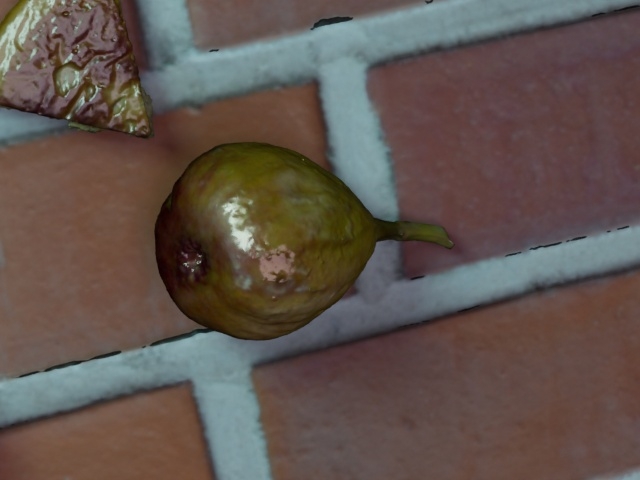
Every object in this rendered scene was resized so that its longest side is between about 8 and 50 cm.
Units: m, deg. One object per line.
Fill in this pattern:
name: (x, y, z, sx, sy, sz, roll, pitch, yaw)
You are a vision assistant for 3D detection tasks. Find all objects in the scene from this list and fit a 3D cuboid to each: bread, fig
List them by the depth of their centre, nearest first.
bread: (-0.207, -0.133, 1.513, 0.136, 0.054, 0.154, -21, 100, -13)
fig: (0.000, 0.000, 1.569, 0.257, 0.159, 0.159, -1, 102, -33)
